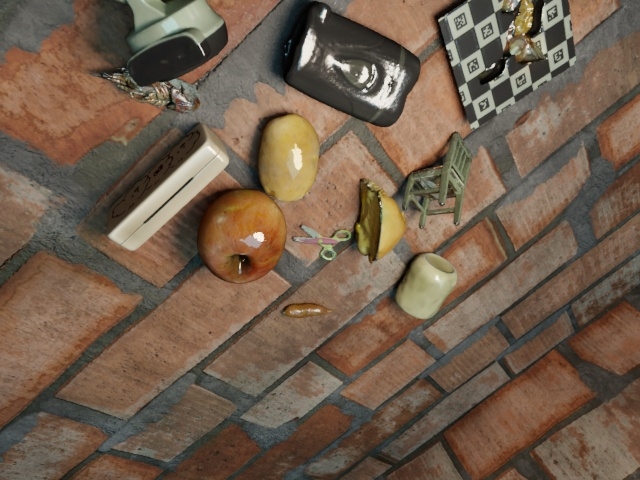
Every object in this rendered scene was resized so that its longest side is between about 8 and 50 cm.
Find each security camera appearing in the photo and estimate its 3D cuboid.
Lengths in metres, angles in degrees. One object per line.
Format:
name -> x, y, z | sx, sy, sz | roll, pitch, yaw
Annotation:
security camera -> -0.317, -0.459, 0.771 | 0.197, 0.191, 0.277 | -13, 131, 21

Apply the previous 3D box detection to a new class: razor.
razor -> 0.079, -0.418, 1.023 | 0.349, 0.113, 0.204 | 14, 116, -29

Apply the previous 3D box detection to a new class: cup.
cup -> 0.426, 0.168, 1.561 | 0.255, 0.173, 0.202 | 9, 121, -28

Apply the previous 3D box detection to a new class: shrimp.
shrimp -> -0.379, -0.331, 0.910 | 0.233, 0.079, 0.090 | 7, 158, -25

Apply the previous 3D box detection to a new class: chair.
chair -> 0.371, -0.187, 1.327 | 0.136, 0.147, 0.270 | 37, 60, -41

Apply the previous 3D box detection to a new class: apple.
apple -> -0.209, -0.015, 1.128 | 0.253, 0.253, 0.253 | -12, 127, -16

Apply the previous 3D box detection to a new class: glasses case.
glasses case -> -0.372, -0.130, 1.012 | 0.336, 0.144, 0.076 | -41, 131, 7

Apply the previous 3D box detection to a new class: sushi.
sushi -> 0.510, -0.548, 1.157 | 0.359, 0.064, 0.343 | -34, 126, 3

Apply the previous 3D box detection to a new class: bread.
bread -> 0.195, -0.061, 1.303 | 0.133, 0.174, 0.252 | -10, 123, -21

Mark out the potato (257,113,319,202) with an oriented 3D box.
potato -> -0.078, -0.212, 1.096 | 0.150, 0.146, 0.234 | -29, 139, -46

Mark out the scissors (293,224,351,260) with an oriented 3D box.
scissors -> 0.000, 0.000, 1.350 | 0.187, 0.020, 0.133 | 19, 118, -35

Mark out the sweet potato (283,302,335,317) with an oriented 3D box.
sweet potato -> -0.038, 0.247, 1.486 | 0.195, 0.056, 0.056 | -1, 124, -13
